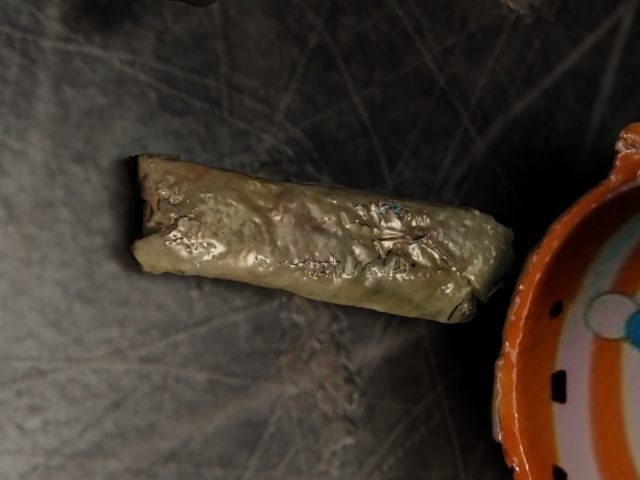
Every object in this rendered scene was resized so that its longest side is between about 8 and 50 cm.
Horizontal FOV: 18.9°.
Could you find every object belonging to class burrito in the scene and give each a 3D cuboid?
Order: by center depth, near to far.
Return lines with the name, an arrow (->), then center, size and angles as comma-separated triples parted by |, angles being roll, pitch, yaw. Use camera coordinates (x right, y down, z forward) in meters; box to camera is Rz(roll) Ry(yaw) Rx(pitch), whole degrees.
burrito -> 0.001, 0.000, 0.797 | 0.171, 0.042, 0.051 | 11, 90, -26

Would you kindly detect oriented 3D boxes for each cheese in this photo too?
cheese -> 0.164, 0.112, 0.827 | 0.217, 0.129, 0.329 | 3, 84, -28

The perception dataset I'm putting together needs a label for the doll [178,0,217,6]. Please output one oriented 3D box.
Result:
doll -> -0.062, -0.215, 0.728 | 0.135, 0.143, 0.234 | -36, 103, -21
